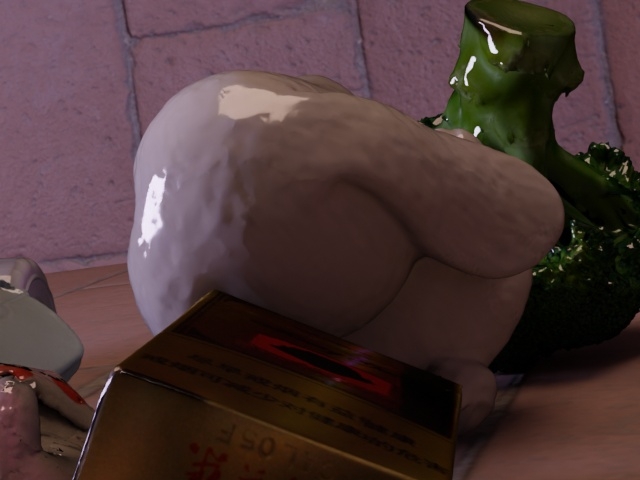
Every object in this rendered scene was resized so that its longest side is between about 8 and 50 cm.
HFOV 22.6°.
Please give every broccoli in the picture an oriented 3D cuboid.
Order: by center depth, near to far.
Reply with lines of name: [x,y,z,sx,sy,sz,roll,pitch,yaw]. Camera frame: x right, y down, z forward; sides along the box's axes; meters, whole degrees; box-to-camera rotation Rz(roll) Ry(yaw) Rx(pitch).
broccoli: [0.142,-0.042,1.239,0.297,0.297,0.297,9,29,-5]

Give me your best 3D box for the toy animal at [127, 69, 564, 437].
toy animal: [0.000,0.000,0.975,0.271,0.206,0.265,-32,-41,10]

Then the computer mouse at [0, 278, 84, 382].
computer mouse: [-0.240,0.093,0.946,0.128,0.079,0.231,22,47,12]

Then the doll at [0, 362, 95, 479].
doll: [-0.145,0.122,0.830,0.149,0.095,0.192,31,-5,-23]

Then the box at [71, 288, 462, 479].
box: [-0.011,0.093,0.764,0.159,0.071,0.240,19,7,5]

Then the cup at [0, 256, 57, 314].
cup: [-0.288,0.088,1.131,0.202,0.167,0.221,-5,9,3]
